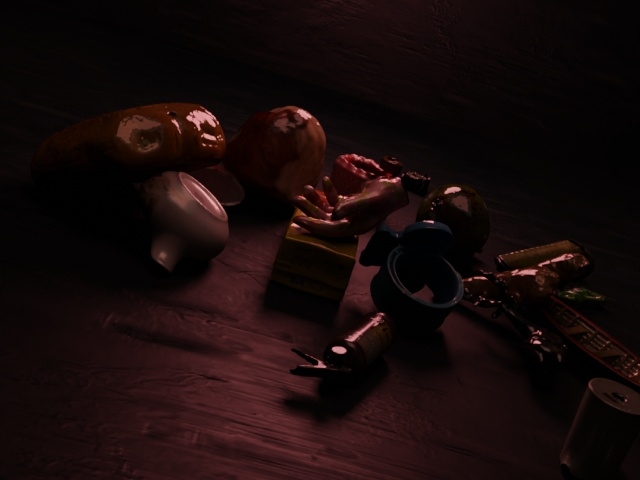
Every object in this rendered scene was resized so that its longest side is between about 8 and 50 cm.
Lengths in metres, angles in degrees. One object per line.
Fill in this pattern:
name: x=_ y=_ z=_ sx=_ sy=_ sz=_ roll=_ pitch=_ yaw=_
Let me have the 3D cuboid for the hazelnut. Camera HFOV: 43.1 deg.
hazelnut: x=-0.105 y=-0.194 z=1.995 sx=0.261 sy=0.261 sz=0.241 roll=3 pitch=39 yaw=-36

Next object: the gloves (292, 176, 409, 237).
gloves: x=0.057 y=-0.063 z=1.646 sx=0.241 sy=0.126 sz=0.145 roll=-25 pitch=39 yaw=-16

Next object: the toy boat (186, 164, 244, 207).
toy boat: x=-0.300 y=-0.155 z=1.961 sx=0.206 sy=0.096 sz=0.282 roll=15 pitch=6 yaw=-35

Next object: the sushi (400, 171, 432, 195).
sushi: x=0.301 y=-0.185 z=2.558 sx=0.083 sy=0.056 sz=0.084 roll=17 pitch=20 yaw=18

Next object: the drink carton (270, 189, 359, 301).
drink carton: x=0.000 y=0.000 z=1.746 sx=0.154 sy=0.111 sz=0.351 roll=17 pitch=21 yaw=-1

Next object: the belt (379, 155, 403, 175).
belt: x=0.190 y=-0.203 z=2.177 sx=0.059 sy=0.036 sz=0.083 roll=17 pitch=17 yaw=-9

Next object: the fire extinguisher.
fire extinguisher: x=0.037 y=0.190 z=1.357 sx=0.106 sy=0.075 sz=0.252 roll=-4 pitch=11 yaw=27

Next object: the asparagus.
asparagus: x=0.539 y=0.067 z=2.012 sx=0.381 sy=0.128 sz=0.108 roll=-7 pitch=72 yaw=-41

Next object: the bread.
bread: x=-0.402 y=-0.198 z=1.681 sx=0.336 sy=0.148 sz=0.328 roll=-9 pitch=3 yaw=37

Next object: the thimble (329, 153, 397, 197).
thimble: x=0.112 y=-0.150 z=2.200 sx=0.163 sy=0.125 sz=0.189 roll=2 pitch=26 yaw=-37

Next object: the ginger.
ginger: x=0.410 y=0.095 z=1.755 sx=0.333 sy=0.081 sz=0.148 roll=-9 pitch=34 yaw=20

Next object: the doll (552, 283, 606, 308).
doll: x=0.648 y=0.139 z=2.015 sx=0.115 sy=0.050 sz=0.190 roll=19 pitch=11 yaw=35

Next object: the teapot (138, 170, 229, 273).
teapot: x=-0.276 y=-0.045 z=1.597 sx=0.204 sy=0.139 sz=0.298 roll=40 pitch=10 yaw=-20

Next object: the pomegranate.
pomegranate: x=0.344 y=-0.034 z=2.046 sx=0.248 sy=0.202 sz=0.202 roll=37 pitch=3 yaw=-43

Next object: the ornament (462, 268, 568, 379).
ornament: x=0.377 y=0.158 z=1.603 sx=0.236 sy=0.080 sz=0.202 roll=46 pitch=18 yaw=8

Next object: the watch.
watch: x=0.181 y=0.082 z=1.622 sx=0.210 sy=0.211 sz=0.193 roll=12 pitch=44 yaw=-16

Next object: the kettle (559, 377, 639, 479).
kettle: x=0.451 y=0.302 z=1.288 sx=0.098 sy=0.148 sz=0.126 roll=24 pitch=22 yaw=22

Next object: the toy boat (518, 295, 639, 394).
toy boat: x=0.547 y=0.211 z=1.702 sx=0.136 sy=0.080 sz=0.392 roll=1 pitch=26 yaw=-35
